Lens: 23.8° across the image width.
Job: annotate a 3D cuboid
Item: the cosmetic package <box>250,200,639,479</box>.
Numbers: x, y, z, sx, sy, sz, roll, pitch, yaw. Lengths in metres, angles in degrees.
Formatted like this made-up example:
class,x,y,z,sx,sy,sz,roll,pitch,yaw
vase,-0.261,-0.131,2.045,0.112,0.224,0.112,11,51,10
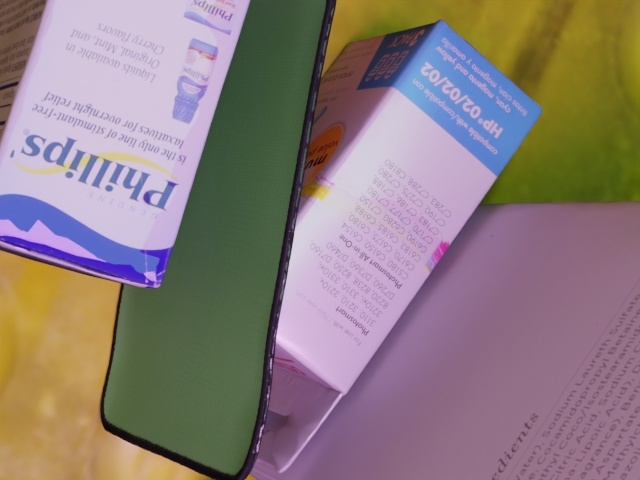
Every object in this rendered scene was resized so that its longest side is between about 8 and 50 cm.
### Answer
class,x,y,z,sx,sy,sz,roll,pitch,yaw
cosmetic package,0.138,0.104,0.541,0.217,0.385,0.156,41,79,-19

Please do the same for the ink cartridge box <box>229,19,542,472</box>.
class,x,y,z,sx,sy,sz,roll,pitch,yaw
ink cartridge box,0.000,0.000,0.634,0.061,0.104,0.181,39,78,-17

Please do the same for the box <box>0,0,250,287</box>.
class,x,y,z,sx,sy,sz,roll,pitch,yaw
box,-0.091,-0.058,0.588,0.072,0.126,0.137,20,85,-21

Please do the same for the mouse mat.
class,x,y,z,sx,sy,sz,roll,pitch,yaw
mouse mat,-0.044,-0.008,0.592,0.007,0.152,0.190,10,88,-28
